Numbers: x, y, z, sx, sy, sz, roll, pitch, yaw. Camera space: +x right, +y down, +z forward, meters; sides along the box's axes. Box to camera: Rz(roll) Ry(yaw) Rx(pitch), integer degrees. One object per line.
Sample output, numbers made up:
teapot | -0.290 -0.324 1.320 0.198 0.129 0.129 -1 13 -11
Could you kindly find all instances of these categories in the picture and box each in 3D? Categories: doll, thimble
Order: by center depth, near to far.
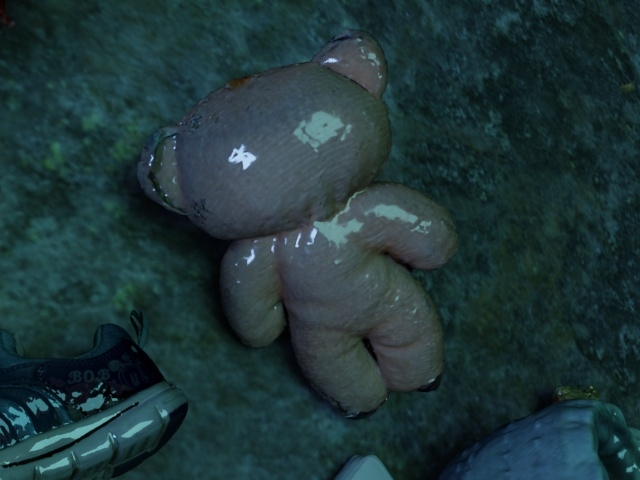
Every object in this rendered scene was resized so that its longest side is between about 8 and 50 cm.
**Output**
thimble | 0.204 0.256 0.560 0.205 0.172 0.250 40 32 -25
doll | 0.000 0.000 0.574 0.201 0.156 0.303 -25 116 0

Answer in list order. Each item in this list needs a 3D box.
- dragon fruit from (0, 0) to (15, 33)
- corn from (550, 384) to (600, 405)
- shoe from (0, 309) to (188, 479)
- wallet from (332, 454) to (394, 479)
dragon fruit | -0.263 -0.195 0.394 0.268 0.205 0.210 -5 76 -45
corn | 0.265 0.264 0.704 0.079 0.079 0.237 10 70 -33
shoe | -0.188 0.109 0.431 0.207 0.091 0.106 -17 64 -34
wallet | 0.007 0.257 0.548 0.190 0.033 0.095 -38 97 -37
